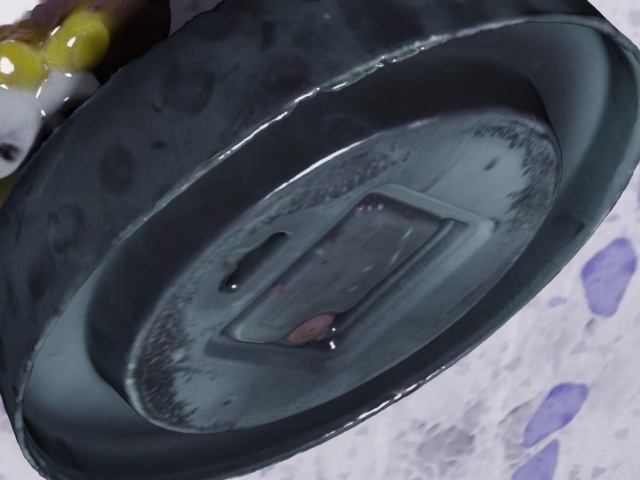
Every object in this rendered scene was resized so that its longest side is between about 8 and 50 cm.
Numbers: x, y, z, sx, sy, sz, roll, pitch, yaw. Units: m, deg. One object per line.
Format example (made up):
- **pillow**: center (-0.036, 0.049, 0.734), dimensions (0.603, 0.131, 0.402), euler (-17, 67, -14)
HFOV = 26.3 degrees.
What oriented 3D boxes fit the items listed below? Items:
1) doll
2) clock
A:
- **doll**: center (-0.114, -0.057, 0.541), dimensions (0.145, 0.096, 0.188), euler (-39, 144, 5)
- **clock**: center (0.001, 0.001, 0.595), dimensions (0.312, 0.061, 0.313), euler (-26, 152, -15)
